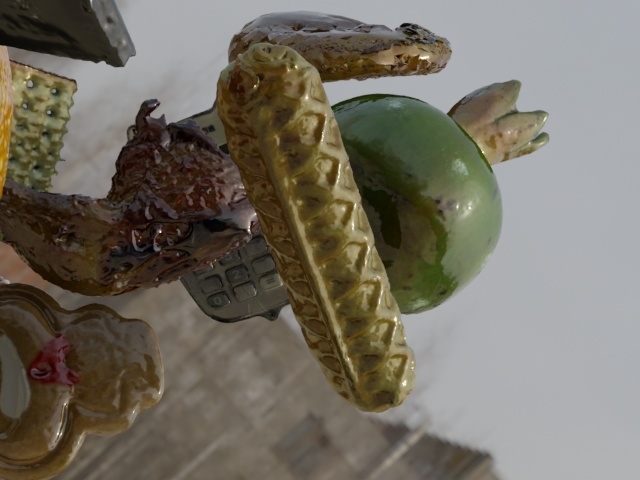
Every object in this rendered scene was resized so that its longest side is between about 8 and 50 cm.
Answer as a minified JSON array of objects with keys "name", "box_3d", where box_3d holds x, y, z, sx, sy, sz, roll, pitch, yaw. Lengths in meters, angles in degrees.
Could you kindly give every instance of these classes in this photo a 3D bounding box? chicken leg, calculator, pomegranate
[{"name":"chicken leg","box_3d":[-0.190,-0.033,1.572,0.083,0.322,0.177,-148,-136,-75]},{"name":"calculator","box_3d":[-0.103,-0.030,1.887,0.040,0.177,0.268,-46,116,-71]},{"name":"pomegranate","box_3d":[0.104,-0.064,1.707,0.236,0.302,0.236,46,-15,17]}]

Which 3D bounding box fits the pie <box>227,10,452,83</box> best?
[{"name":"pie","box_3d":[0.026,-0.210,1.862,0.273,0.273,0.069,28,-59,58]}]

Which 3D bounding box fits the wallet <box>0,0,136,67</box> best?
[{"name":"wallet","box_3d":[-0.201,-0.206,0.909,0.146,0.030,0.285,14,-35,23]}]

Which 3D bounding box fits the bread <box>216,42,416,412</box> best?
[{"name":"bread","box_3d":[0.001,-0.001,1.355,0.084,0.077,0.367,18,-39,40]}]

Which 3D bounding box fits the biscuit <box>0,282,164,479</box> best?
[{"name":"biscuit","box_3d":[-0.306,0.124,1.549,0.320,0.183,0.047,14,-24,2]}]

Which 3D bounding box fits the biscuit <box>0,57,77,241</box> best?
[{"name":"biscuit","box_3d":[-0.315,-0.079,1.630,0.144,0.203,0.016,16,-3,-37]}]

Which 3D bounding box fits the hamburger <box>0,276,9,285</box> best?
[{"name":"hamburger","box_3d":[-0.509,0.134,2.111,0.227,0.295,0.151,20,-44,-2]}]

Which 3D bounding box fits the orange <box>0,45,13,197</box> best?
[{"name":"orange","box_3d":[-0.381,-0.103,1.198,0.340,0.293,0.340,12,-40,10]}]
